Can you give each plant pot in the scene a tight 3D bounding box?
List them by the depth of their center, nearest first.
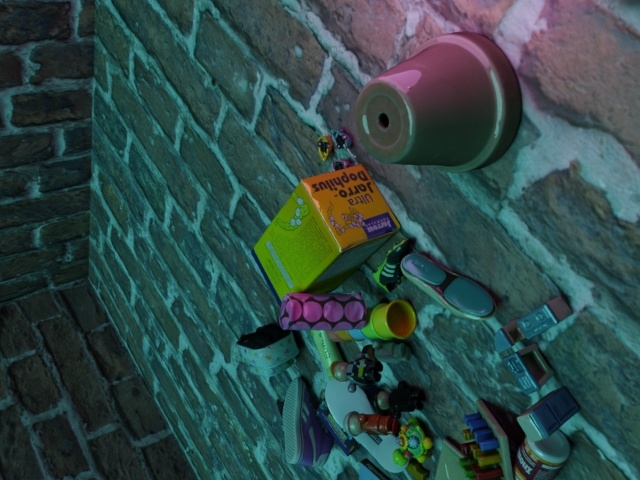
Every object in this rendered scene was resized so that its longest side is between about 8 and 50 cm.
[{"bbox_3d":[0.192,-0.235,1.084,0.263,0.229,0.263,29,130,43],"label":"plant pot"}]

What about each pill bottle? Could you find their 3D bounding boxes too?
[{"bbox_3d":[0.442,0.455,1.207,0.086,0.086,0.152,40,135,36],"label":"pill bottle"}]

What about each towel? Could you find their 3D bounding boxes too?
[{"bbox_3d":[0.127,0.449,1.675,0.119,0.029,0.067,-36,78,54],"label":"towel"}]

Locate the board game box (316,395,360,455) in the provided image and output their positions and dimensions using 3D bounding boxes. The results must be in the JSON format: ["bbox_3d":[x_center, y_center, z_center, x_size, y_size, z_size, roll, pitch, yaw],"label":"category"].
[{"bbox_3d":[0.068,0.545,1.785,0.170,0.048,0.141,50,139,26],"label":"board game box"}]

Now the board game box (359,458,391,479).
[{"bbox_3d":[0.216,0.775,1.717,0.281,0.027,0.145,30,127,43],"label":"board game box"}]

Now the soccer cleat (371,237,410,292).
[{"bbox_3d":[0.181,0.059,1.396,0.072,0.060,0.179,47,146,15],"label":"soccer cleat"}]

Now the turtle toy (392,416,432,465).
[{"bbox_3d":[0.227,0.525,1.514,0.095,0.066,0.130,53,133,53],"label":"turtle toy"}]

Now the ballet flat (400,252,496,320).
[{"bbox_3d":[0.277,0.110,1.281,0.248,0.086,0.086,38,134,39],"label":"ballet flat"}]

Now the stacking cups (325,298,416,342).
[{"bbox_3d":[0.121,0.217,1.536,0.316,0.096,0.096,-24,87,60],"label":"stacking cups"}]

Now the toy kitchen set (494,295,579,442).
[{"bbox_3d":[0.422,0.238,1.097,0.207,0.122,0.166,59,143,15],"label":"toy kitchen set"}]

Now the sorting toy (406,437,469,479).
[{"bbox_3d":[0.338,0.606,1.469,0.307,0.041,0.229,33,129,49],"label":"sorting toy"}]

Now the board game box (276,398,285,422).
[{"bbox_3d":[-0.087,0.600,1.983,0.169,0.033,0.133,54,-177,-27],"label":"board game box"}]

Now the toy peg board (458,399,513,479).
[{"bbox_3d":[0.348,0.460,1.276,0.161,0.079,0.161,-110,8,-78],"label":"toy peg board"}]

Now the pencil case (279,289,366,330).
[{"bbox_3d":[0.005,0.169,1.441,0.095,0.209,0.098,-137,50,-68],"label":"pencil case"}]

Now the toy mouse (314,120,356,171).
[{"bbox_3d":[0.050,-0.216,1.452,0.143,0.031,0.161,15,118,50],"label":"toy mouse"}]

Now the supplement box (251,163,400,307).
[{"bbox_3d":[0.000,0.000,1.484,0.195,0.194,0.356,60,143,14],"label":"supplement box"}]

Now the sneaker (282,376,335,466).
[{"bbox_3d":[-0.032,0.586,1.897,0.102,0.160,0.282,-49,34,45],"label":"sneaker"}]

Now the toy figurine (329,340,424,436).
[{"bbox_3d":[0.136,0.363,1.462,0.148,0.213,0.210,-13,97,41],"label":"toy figurine"}]

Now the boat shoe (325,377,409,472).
[{"bbox_3d":[0.123,0.500,1.618,0.301,0.108,0.102,45,170,6],"label":"boat shoe"}]

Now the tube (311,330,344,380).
[{"bbox_3d":[0.023,0.327,1.734,0.070,0.062,0.240,-26,77,14],"label":"tube"}]

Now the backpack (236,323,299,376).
[{"bbox_3d":[-0.162,0.353,1.896,0.188,0.165,0.145,-13,97,58],"label":"backpack"}]
